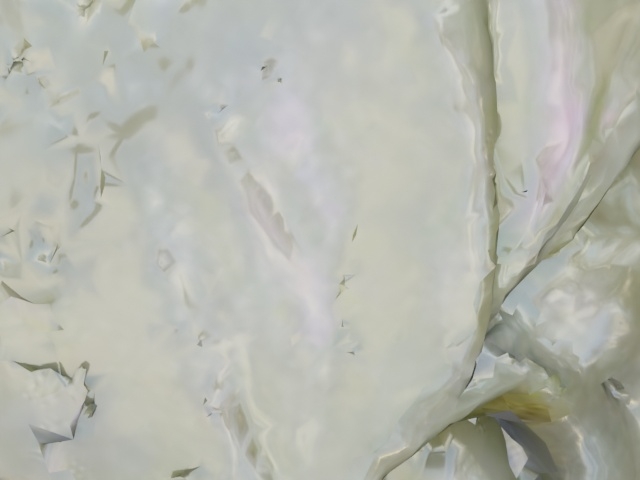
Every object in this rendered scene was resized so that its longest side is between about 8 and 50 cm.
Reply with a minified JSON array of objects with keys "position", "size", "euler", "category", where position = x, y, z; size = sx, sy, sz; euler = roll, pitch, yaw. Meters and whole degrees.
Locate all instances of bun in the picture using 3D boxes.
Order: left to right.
[{"position":[0.000,0.000,0.433],"size":[0.362,0.234,0.326],"euler":[-29,129,-5],"category":"bun"}]
